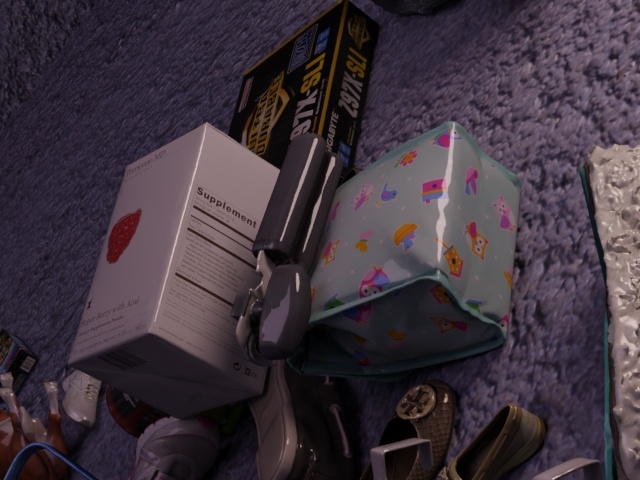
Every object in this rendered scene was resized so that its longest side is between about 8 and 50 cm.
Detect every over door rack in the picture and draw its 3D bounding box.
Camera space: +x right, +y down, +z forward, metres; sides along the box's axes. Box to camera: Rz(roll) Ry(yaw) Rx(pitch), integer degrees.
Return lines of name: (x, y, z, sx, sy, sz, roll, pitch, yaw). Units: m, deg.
over door rack: (0.099, 0.326, 1.062, 0.239, 0.108, 0.324, -3, 81, 57)

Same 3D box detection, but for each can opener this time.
can opener: (-0.020, 0.008, 1.443, 0.095, 0.076, 0.283, -5, 54, 37)

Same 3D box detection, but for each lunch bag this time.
lunch bag: (0.079, 0.028, 1.464, 0.262, 0.160, 0.223, -24, 42, 38)

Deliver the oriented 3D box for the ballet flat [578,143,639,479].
ballet flat: (0.294, 0.062, 1.113, 0.147, 0.147, 0.409, -35, 35, 37)

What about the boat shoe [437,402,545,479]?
boat shoe: (0.147, 0.215, 1.267, 0.153, 0.048, 0.056, -45, 29, 22)

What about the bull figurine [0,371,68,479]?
bull figurine: (-0.500, 0.318, 2.139, 0.310, 0.101, 0.188, -2, 97, 50)

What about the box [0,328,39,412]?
box: (-0.619, 0.290, 2.462, 0.233, 0.044, 0.159, -59, 27, -5)

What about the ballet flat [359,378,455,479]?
ballet flat: (0.063, 0.251, 1.357, 0.084, 0.058, 0.250, 12, 72, 61)

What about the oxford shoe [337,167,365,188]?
oxford shoe: (0.000, 0.000, 1.693, 0.227, 0.096, 0.083, -55, 29, 9)

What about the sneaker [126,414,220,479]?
sneaker: (-0.205, 0.330, 1.686, 0.252, 0.103, 0.111, -55, 28, 20)

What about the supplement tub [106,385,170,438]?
supplement tub: (-0.198, 0.182, 1.814, 0.198, 0.106, 0.106, -41, 31, 27)

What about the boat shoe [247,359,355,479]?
boat shoe: (-0.022, 0.186, 1.557, 0.112, 0.095, 0.335, -59, 19, 27)

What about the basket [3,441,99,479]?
basket: (-0.290, 0.401, 1.544, 0.289, 0.201, 0.255, 22, 81, 25)

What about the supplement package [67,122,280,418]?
supplement package: (-0.159, 0.040, 1.620, 0.177, 0.175, 0.293, -23, 46, 43)

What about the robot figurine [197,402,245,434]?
robot figurine: (-0.152, 0.211, 1.718, 0.067, 0.101, 0.115, -52, -14, -42)

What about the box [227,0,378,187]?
box: (-0.042, -0.175, 1.970, 0.257, 0.079, 0.322, -28, 39, 41)

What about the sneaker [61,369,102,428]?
sneaker: (-0.376, 0.243, 2.102, 0.061, 0.053, 0.152, -48, 27, 11)

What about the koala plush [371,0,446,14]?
koala plush: (0.110, -0.443, 1.842, 0.196, 0.221, 0.203, -57, 27, 0)
